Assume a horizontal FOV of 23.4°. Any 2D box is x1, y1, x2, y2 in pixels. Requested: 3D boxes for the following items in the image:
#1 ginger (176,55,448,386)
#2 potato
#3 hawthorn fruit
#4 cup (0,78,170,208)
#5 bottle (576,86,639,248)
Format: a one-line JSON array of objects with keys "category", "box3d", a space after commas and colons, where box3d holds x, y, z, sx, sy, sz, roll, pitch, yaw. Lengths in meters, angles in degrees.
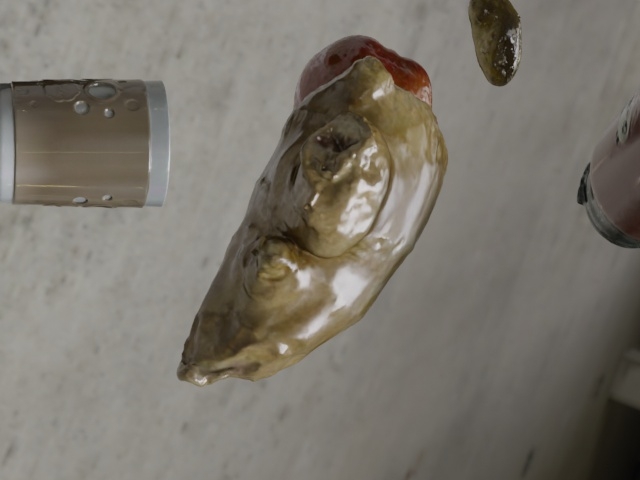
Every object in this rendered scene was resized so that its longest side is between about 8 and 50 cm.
[{"category": "ginger", "box3d": [0.000, 0.000, 1.110, 0.219, 0.123, 0.270, 96, 20, -62]}, {"category": "potato", "box3d": [0.162, -0.187, 1.406, 0.045, 0.046, 0.092, -45, 122, -77]}, {"category": "hawthorn fruit", "box3d": [0.034, -0.114, 1.674, 0.162, 0.162, 0.203, 78, 33, -66]}, {"category": "cup", "box3d": [-0.143, -0.066, 0.893, 0.102, 0.099, 0.074, -105, -159, -44]}, {"category": "bottle", "box3d": [0.324, -0.080, 1.394, 0.336, 0.144, 0.144, 116, -2, -75]}]
